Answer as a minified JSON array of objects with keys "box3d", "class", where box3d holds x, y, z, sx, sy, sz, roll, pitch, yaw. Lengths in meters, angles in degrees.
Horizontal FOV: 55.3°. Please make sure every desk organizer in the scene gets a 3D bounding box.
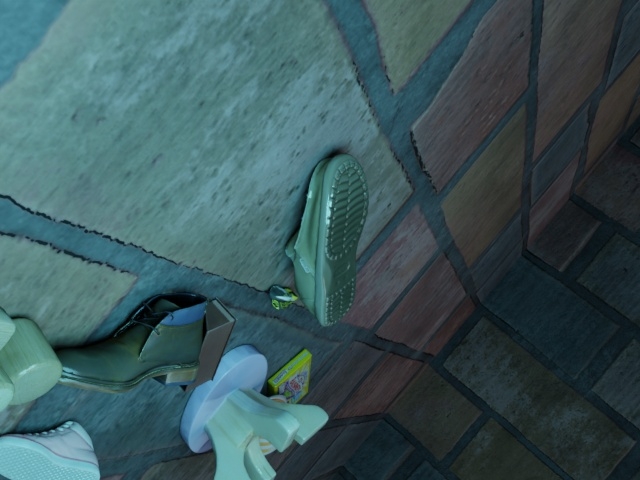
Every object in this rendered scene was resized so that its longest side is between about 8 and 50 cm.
[{"box3d":[-0.163,0.145,0.837,0.050,0.047,0.130,-20,144,-47],"class":"desk organizer"}]

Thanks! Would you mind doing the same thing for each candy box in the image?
[{"box3d":[-0.067,0.314,1.315,0.105,0.027,0.206,-40,156,-26],"class":"candy box"}]

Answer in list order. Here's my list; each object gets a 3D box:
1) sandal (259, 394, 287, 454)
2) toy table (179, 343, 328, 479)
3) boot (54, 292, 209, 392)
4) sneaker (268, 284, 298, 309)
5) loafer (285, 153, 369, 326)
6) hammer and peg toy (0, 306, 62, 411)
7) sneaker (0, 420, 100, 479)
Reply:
[{"box3d":[-0.124,0.418,1.275,0.101,0.076,0.265,-5,135,-31],"class":"sandal"},{"box3d":[-0.124,0.322,1.045,0.252,0.161,0.274,-37,156,-28],"class":"toy table"},{"box3d":[-0.210,0.105,0.684,0.219,0.082,0.106,16,91,-62],"class":"boot"},{"box3d":[-0.062,0.094,0.963,0.035,0.031,0.083,-52,158,6],"class":"sneaker"},{"box3d":[0.000,0.000,0.862,0.101,0.092,0.269,-29,134,-44],"class":"loafer"},{"box3d":[-0.335,0.141,0.398,0.266,0.127,0.361,-49,158,-1],"class":"hammer and peg toy"},{"box3d":[-0.318,0.239,0.707,0.051,0.070,0.134,-44,129,10],"class":"sneaker"}]
